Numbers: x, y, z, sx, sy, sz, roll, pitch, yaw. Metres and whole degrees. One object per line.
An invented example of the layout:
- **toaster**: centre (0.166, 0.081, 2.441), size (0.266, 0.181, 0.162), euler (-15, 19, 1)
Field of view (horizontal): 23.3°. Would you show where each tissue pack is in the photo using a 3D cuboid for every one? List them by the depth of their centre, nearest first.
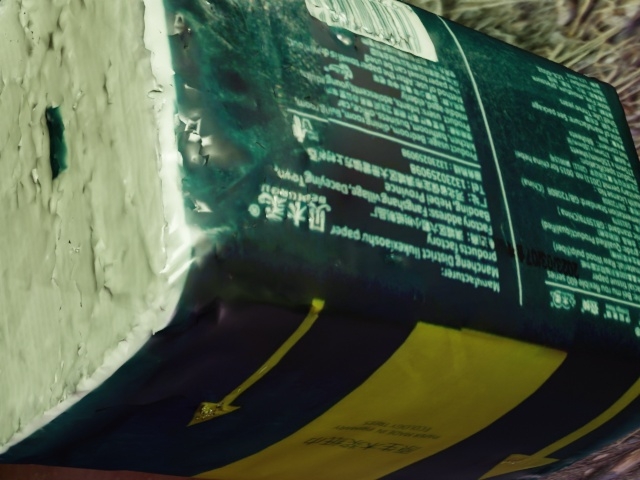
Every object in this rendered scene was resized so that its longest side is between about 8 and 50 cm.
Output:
- **tissue pack**: centre (0.000, 0.000, 0.936), size (0.417, 0.264, 0.253), euler (11, 146, -39)

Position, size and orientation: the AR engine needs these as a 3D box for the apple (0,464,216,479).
- **apple**: centre (-0.184, 0.207, 1.342), size (0.306, 0.235, 0.305), euler (-10, 156, -5)
